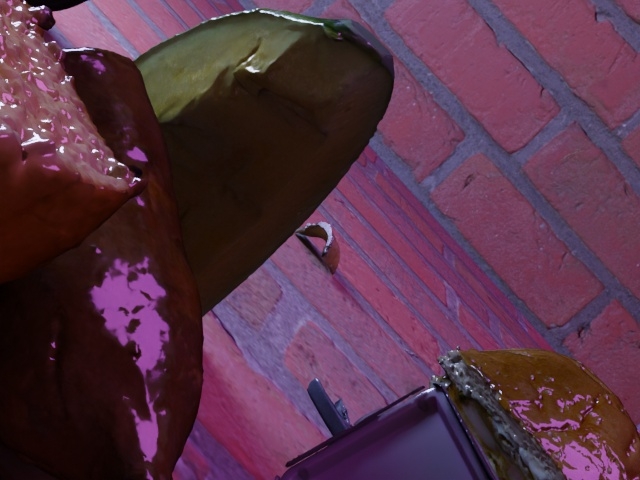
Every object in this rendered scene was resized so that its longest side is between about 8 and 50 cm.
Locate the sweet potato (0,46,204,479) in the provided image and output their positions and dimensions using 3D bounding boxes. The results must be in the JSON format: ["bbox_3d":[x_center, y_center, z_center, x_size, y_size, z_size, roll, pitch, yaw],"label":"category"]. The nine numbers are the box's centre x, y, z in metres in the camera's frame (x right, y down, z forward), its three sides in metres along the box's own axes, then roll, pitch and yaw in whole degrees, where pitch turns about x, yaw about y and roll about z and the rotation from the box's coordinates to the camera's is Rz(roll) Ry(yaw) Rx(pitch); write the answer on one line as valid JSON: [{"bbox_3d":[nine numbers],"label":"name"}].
[{"bbox_3d":[-0.150,0.011,0.590,0.158,0.157,0.370,33,30,-52],"label":"sweet potato"}]

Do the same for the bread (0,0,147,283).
[{"bbox_3d":[-0.244,-0.088,0.484,0.340,0.179,0.194,53,11,35],"label":"bread"}]

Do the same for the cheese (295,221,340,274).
[{"bbox_3d":[0.000,-0.001,1.403,0.084,0.041,0.060,45,-5,34],"label":"cheese"}]

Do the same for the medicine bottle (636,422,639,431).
[{"bbox_3d":[0.485,0.349,1.329,0.256,0.325,0.256,45,11,-11],"label":"medicine bottle"}]

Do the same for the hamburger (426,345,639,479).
[{"bbox_3d":[0.287,0.241,1.266,0.211,0.132,0.309,-5,43,-34],"label":"hamburger"}]

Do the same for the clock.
[{"bbox_3d":[0.063,0.208,0.698,0.071,0.147,0.192,57,4,-37],"label":"clock"}]

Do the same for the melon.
[{"bbox_3d":[-0.066,-0.061,0.742,0.196,0.323,0.124,41,34,-21],"label":"melon"}]

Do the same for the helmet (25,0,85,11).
[{"bbox_3d":[-0.300,-0.348,1.083,0.216,0.189,0.193,50,3,-12],"label":"helmet"}]

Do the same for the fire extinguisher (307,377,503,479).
[{"bbox_3d":[0.086,0.211,0.896,0.269,0.105,0.105,39,15,-38],"label":"fire extinguisher"}]
